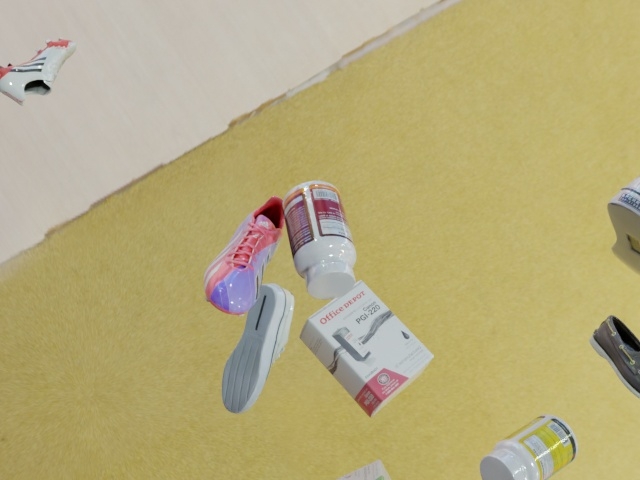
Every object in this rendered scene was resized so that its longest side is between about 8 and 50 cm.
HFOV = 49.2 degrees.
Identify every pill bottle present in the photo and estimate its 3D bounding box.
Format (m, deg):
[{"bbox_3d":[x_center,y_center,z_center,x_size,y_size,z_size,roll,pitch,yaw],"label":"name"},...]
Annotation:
[{"bbox_3d":[0.000,0.000,0.947,0.086,0.086,0.152,2,51,-18],"label":"pill bottle"},{"bbox_3d":[0.452,0.472,1.523,0.208,0.119,0.119,-17,84,-34],"label":"pill bottle"}]

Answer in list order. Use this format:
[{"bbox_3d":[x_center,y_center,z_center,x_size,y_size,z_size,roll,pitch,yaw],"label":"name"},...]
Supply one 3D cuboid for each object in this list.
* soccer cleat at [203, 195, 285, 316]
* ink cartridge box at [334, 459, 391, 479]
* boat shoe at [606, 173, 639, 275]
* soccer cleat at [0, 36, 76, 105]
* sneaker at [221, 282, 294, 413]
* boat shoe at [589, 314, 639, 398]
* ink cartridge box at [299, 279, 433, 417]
[{"bbox_3d":[-0.101,0.016,0.991,0.083,0.248,0.095,26,116,-2],"label":"soccer cleat"},{"bbox_3d":[0.043,0.527,1.332,0.212,0.154,0.093,-28,94,6],"label":"ink cartridge box"},{"bbox_3d":[0.446,-0.014,0.927,0.084,0.258,0.095,-49,59,-1],"label":"boat shoe"},{"bbox_3d":[-0.229,-0.139,0.579,0.035,0.029,0.083,43,47,-2],"label":"soccer cleat"},{"bbox_3d":[-0.108,0.211,1.344,0.091,0.094,0.258,18,93,-53],"label":"sneaker"},{"bbox_3d":[0.595,0.229,1.316,0.081,0.228,0.069,11,116,-25],"label":"boat shoe"},{"bbox_3d":[0.089,0.209,1.386,0.158,0.092,0.218,-33,68,-31],"label":"ink cartridge box"}]
